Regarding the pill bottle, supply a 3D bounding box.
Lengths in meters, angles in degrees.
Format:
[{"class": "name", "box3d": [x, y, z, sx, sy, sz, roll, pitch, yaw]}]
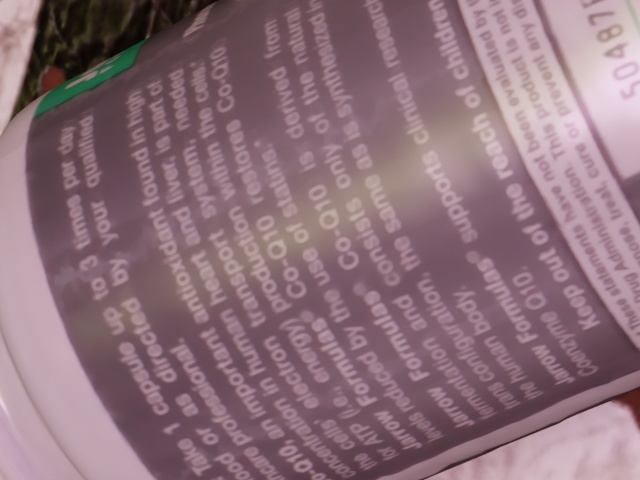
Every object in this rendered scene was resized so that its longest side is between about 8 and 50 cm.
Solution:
[{"class": "pill bottle", "box3d": [0.000, 0.000, 0.697, 0.361, 0.204, 0.204, -26, 81, 17]}]
